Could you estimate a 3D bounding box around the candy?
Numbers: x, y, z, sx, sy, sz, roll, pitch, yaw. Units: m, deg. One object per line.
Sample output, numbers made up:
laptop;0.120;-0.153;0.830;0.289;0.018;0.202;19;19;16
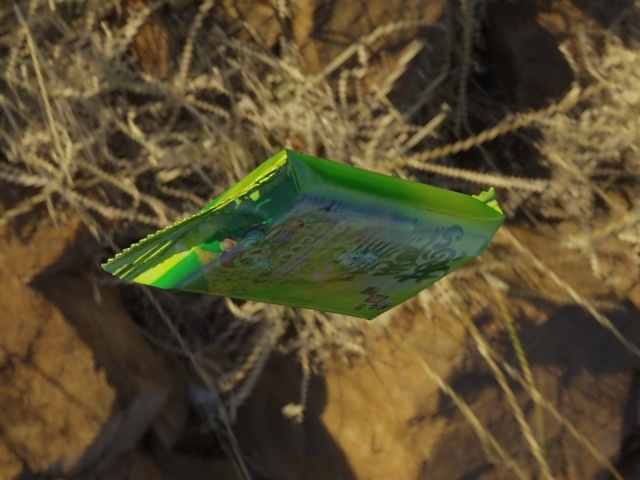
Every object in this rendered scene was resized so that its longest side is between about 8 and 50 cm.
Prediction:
candy;0.000;0.001;0.685;0.102;0.032;0.178;-37;152;30
